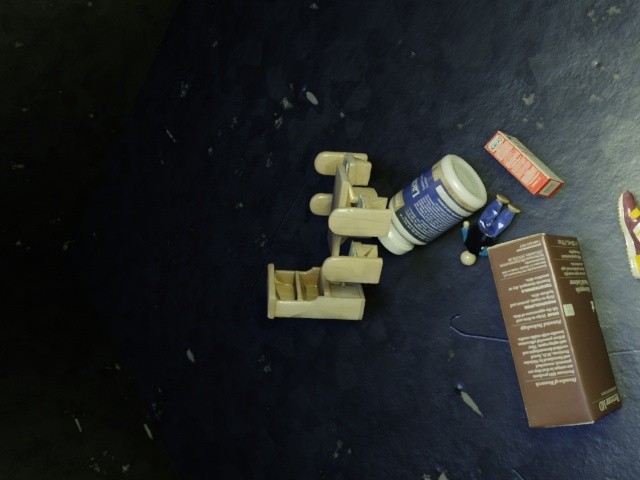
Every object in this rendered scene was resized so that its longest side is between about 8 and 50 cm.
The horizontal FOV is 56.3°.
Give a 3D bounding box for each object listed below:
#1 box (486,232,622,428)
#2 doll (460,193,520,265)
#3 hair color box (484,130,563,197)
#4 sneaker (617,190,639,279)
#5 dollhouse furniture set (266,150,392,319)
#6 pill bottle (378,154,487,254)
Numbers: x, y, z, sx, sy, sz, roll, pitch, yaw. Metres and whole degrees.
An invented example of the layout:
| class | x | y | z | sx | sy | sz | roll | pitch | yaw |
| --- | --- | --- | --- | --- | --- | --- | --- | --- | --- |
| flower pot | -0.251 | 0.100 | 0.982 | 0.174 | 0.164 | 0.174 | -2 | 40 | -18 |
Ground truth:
| class | x | y | z | sx | sy | sz | roll | pitch | yaw |
| --- | --- | --- | --- | --- | --- | --- | --- | --- | --- |
| box | 0.492 | 0.183 | 1.263 | 0.143 | 0.191 | 0.380 | -18 | 76 | 40 |
| doll | 0.402 | -0.014 | 1.449 | 0.129 | 0.046 | 0.189 | 49 | 118 | 33 |
| hair color box | 0.465 | -0.173 | 1.369 | 0.053 | 0.093 | 0.167 | -52 | 56 | 27 |
| sneaker | 0.660 | -0.016 | 1.212 | 0.084 | 0.070 | 0.185 | -13 | 85 | 32 |
| dollhouse furniture set | 0.000 | 0.000 | 1.570 | 0.362 | 0.257 | 0.393 | -102 | 16 | -59 |
| pill bottle | 0.268 | -0.082 | 1.500 | 0.265 | 0.153 | 0.153 | -39 | 64 | 33 |
